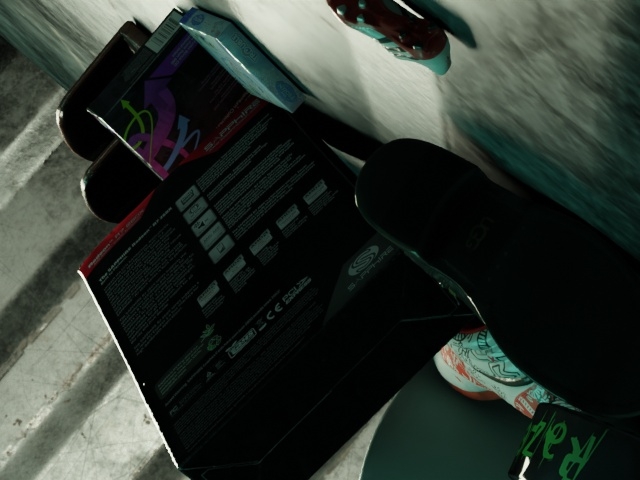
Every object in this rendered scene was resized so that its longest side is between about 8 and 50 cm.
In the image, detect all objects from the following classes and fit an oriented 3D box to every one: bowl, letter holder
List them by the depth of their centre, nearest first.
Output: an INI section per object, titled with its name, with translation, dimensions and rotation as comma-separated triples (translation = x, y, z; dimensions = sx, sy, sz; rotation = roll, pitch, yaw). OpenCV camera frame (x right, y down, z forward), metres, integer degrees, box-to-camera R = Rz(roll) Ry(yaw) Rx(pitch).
[bowl]
translation = 0.193, 0.246, 1.695
dimensions = 0.163, 0.311, 0.311
rotation = 6, 150, 48
[letter holder]
translation = -0.199, -0.075, 2.082
dimensions = 0.152, 0.214, 0.302
rotation = 40, 176, 6

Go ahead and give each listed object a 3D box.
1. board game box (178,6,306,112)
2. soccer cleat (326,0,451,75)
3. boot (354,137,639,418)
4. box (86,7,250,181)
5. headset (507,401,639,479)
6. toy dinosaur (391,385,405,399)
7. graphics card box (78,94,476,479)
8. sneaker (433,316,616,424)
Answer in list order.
[board game box]
translation = -0.062, -0.144, 1.550
dimensions = 0.090, 0.020, 0.090
rotation = 44, 175, -27
[soccer cleat]
translation = 0.035, -0.112, 1.020
dimensions = 0.083, 0.029, 0.035
rotation = 33, 168, 31
[boot]
translation = 0.148, 0.037, 1.270
dimensions = 0.263, 0.091, 0.229
rotation = 43, -178, 29
[box]
translation = -0.117, -0.112, 1.703
dimensions = 0.029, 0.116, 0.162
rotation = 35, 174, 39
[headset]
translation = 0.280, 0.213, 1.075
dimensions = 0.394, 0.185, 0.243
rotation = 23, 176, -7
[toy dinosaur]
translation = 0.000, 0.000, 1.762
dimensions = 0.295, 0.127, 0.200
rotation = 44, 176, -1
[graphics card box]
translation = -0.048, 0.037, 1.524
dimensions = 0.094, 0.233, 0.371
rotation = 44, -178, -28
[sneaker]
translation = 0.131, 0.065, 1.555
dimensions = 0.145, 0.090, 0.270
rotation = 47, 173, -22
